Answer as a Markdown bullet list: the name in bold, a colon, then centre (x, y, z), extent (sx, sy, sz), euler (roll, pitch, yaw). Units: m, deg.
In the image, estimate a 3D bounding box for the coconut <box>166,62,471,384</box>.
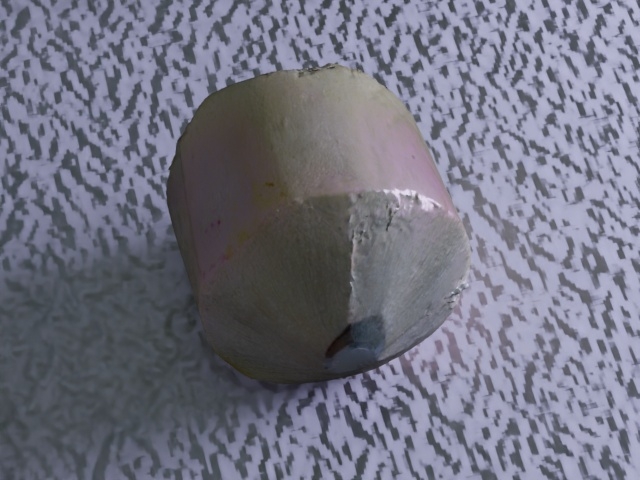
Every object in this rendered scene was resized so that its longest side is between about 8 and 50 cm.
- **coconut**: centre (0.000, 0.000, 0.955), extent (0.147, 0.147, 0.152), euler (-13, 52, -10)
